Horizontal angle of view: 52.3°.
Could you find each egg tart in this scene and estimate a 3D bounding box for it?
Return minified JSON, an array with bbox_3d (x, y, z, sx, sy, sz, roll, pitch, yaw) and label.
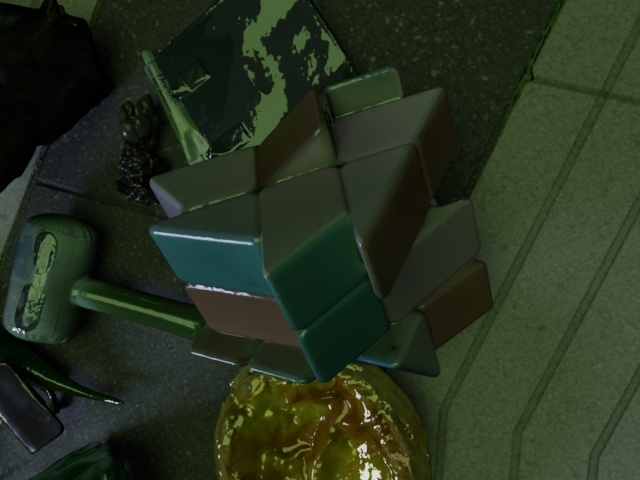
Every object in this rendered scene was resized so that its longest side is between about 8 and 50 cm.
[{"bbox_3d":[0.006,0.312,0.957,0.341,0.132,0.342,1,94,10],"label":"egg tart"}]

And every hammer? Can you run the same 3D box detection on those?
[{"bbox_3d":[-0.322,0.088,1.027,0.335,0.119,0.207,16,97,3],"label":"hammer"}]

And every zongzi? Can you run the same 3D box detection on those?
[{"bbox_3d":[-0.581,-0.181,0.933,0.403,0.208,0.432,15,59,14],"label":"zongzi"}]

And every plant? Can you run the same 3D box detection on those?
[{"bbox_3d":[-0.281,-0.139,1.016,0.085,0.087,0.174,-4,99,-18],"label":"plant"}]

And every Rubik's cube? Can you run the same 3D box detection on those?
[{"bbox_3d":[0.000,0.000,0.805,0.387,0.368,0.358,-18,129,7],"label":"Rubik's cube"}]

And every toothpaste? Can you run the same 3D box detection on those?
[{"bbox_3d":[-0.227,-0.210,1.021,0.048,0.029,0.197,-28,91,0],"label":"toothpaste"}]

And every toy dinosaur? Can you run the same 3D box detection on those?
[{"bbox_3d":[-0.535,0.145,1.078,0.446,0.087,0.301,1,96,7],"label":"toy dinosaur"}]

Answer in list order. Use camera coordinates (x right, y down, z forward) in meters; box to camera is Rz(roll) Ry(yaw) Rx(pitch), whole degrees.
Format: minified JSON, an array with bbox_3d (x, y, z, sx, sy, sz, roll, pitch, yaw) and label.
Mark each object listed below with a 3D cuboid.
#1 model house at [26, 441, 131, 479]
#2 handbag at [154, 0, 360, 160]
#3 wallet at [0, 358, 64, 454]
[{"bbox_3d":[-0.364,0.520,0.987,0.267,0.194,0.325,-29,102,-29],"label":"model house"},{"bbox_3d":[-0.090,-0.240,0.965,0.260,0.079,0.248,-33,87,12],"label":"handbag"},{"bbox_3d":[-0.479,0.264,1.036,0.082,0.018,0.157,-36,99,10],"label":"wallet"}]
